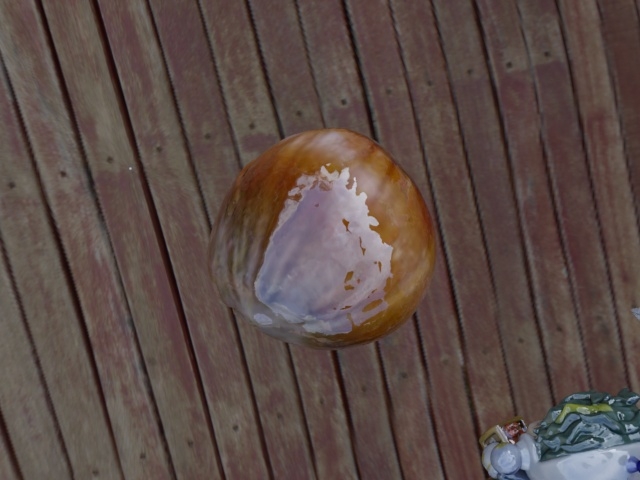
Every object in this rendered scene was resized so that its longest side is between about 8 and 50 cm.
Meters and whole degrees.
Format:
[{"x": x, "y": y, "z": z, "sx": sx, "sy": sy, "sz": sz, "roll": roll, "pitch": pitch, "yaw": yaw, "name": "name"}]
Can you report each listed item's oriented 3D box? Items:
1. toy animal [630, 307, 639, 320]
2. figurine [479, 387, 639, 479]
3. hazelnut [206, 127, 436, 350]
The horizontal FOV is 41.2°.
[{"x": 0.484, "y": 0.060, "z": 1.079, "sx": 0.131, "sy": 0.127, "sz": 0.181, "roll": -4, "pitch": 120, "yaw": -6, "name": "toy animal"}, {"x": 0.373, "y": 0.355, "z": 1.368, "sx": 0.261, "sy": 0.382, "sz": 0.186, "roll": -17, "pitch": 70, "yaw": -37, "name": "figurine"}, {"x": 0.000, "y": 0.000, "z": 1.313, "sx": 0.372, "sy": 0.372, "sz": 0.315, "roll": -23, "pitch": 129, "yaw": -10, "name": "hazelnut"}]
